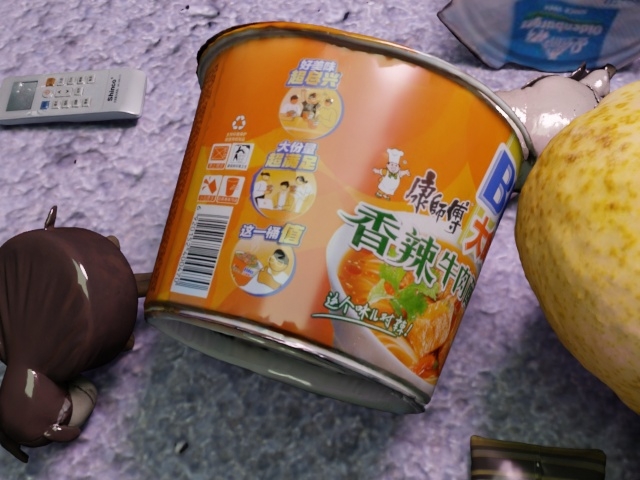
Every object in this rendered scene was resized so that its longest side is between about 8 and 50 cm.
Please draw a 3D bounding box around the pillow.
[{"bbox_3d":[0.166,0.254,0.579,0.113,0.038,0.203,5,63,5],"label":"pillow"}]

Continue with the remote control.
[{"bbox_3d":[-0.270,-0.153,0.823,0.162,0.029,0.061,-2,60,8],"label":"remote control"}]

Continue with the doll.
[{"bbox_3d":[0.197,-0.107,0.735,0.192,0.095,0.149,-1,60,6],"label":"doll"}]

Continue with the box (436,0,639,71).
[{"bbox_3d":[0.251,-0.346,0.765,0.262,0.291,0.206,1,52,7],"label":"box"}]

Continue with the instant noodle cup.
[{"bbox_3d":[0.000,0.000,0.603,0.296,0.296,0.214,16,74,11],"label":"instant noodle cup"}]

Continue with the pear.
[{"bbox_3d":[0.269,0.011,0.518,0.271,0.271,0.271,-1,63,3],"label":"pear"}]

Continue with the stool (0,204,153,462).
[{"bbox_3d":[-0.215,0.080,0.649,0.125,0.121,0.217,5,91,24],"label":"stool"}]
